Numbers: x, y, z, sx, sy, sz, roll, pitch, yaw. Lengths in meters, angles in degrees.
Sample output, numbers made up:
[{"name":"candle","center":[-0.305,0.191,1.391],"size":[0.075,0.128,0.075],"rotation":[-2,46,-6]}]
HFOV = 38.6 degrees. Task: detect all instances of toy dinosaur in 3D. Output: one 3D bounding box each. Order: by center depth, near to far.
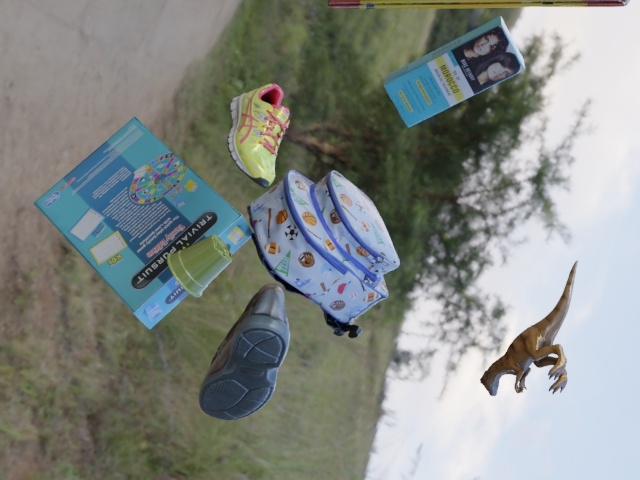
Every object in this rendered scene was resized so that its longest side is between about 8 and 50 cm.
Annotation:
[{"name":"toy dinosaur","center":[0.283,0.131,1.181],"size":[0.211,0.064,0.112],"rotation":[-50,-132,16]}]

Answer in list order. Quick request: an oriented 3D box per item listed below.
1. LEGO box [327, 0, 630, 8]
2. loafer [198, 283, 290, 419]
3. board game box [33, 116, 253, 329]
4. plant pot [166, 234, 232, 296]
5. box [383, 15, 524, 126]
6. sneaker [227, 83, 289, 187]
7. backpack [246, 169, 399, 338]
[{"name":"LEGO box","center":[0.259,-0.578,1.480],"size":[0.193,0.500,0.373],"rotation":[-44,135,-57]},{"name":"loafer","center":[-0.098,0.160,1.261],"size":[0.267,0.096,0.084],"rotation":[122,-17,-48]},{"name":"board game box","center":[-0.328,-0.039,1.675],"size":[0.254,0.336,0.079],"rotation":[-43,152,-10]},{"name":"plant pot","center":[-0.181,0.032,1.420],"size":[0.079,0.083,0.083],"rotation":[-35,-164,12]},{"name":"box","center":[0.249,-0.313,1.707],"size":[0.244,0.100,0.060],"rotation":[-25,-158,22]},{"name":"sneaker","center":[-0.091,-0.176,1.454],"size":[0.094,0.081,0.209],"rotation":[-28,-131,23]},{"name":"backpack","center":[0.000,0.000,1.668],"size":[0.213,0.263,0.277],"rotation":[-46,-138,20]}]
